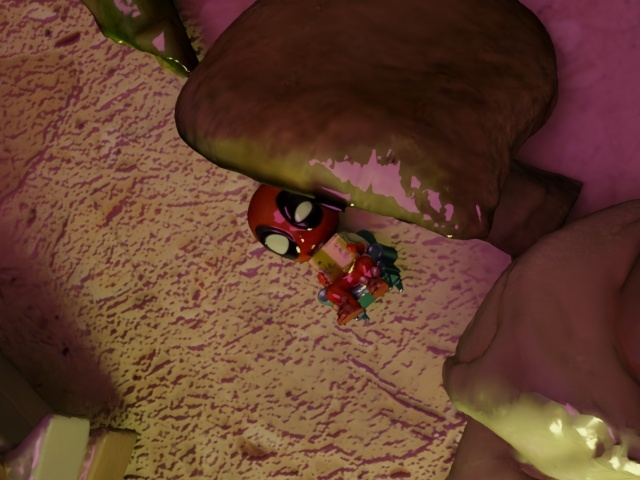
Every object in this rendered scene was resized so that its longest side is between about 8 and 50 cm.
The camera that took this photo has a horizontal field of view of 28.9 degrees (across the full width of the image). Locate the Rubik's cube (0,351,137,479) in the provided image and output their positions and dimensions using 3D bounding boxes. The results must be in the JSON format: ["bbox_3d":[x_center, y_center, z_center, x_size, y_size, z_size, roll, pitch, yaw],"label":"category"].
[{"bbox_3d":[-0.345,0.226,0.928,0.368,0.358,0.387,43,90,15],"label":"Rubik's cube"}]

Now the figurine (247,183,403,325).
[{"bbox_3d":[0.000,0.000,0.963,0.068,0.075,0.140,-47,72,15],"label":"figurine"}]

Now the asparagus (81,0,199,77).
[{"bbox_3d":[-0.185,-0.264,0.986,0.085,0.082,0.343,-24,91,12],"label":"asparagus"}]

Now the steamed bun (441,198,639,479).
[{"bbox_3d":[0.243,0.115,0.818,0.339,0.247,0.352,0,131,5],"label":"steamed bun"}]

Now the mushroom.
[{"bbox_3d":[0.053,-0.101,0.863,0.292,0.217,0.212,33,99,11],"label":"mushroom"}]
